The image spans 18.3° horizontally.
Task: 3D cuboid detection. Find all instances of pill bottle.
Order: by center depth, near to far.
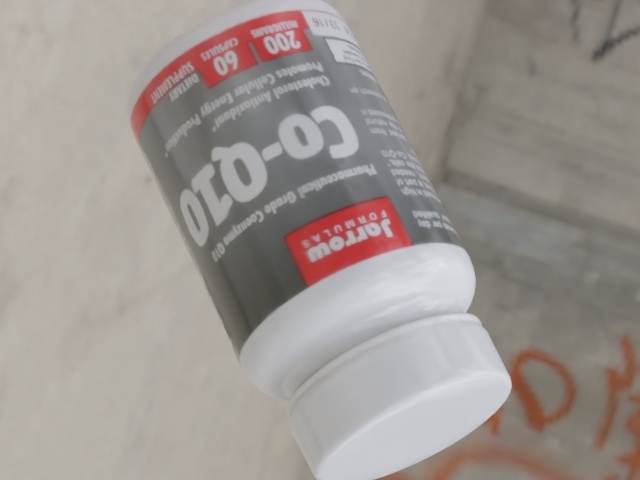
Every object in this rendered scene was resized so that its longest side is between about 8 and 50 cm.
[{"bbox_3d":[0.000,0.000,1.264,0.161,0.283,0.161,-23,158,-10],"label":"pill bottle"}]
